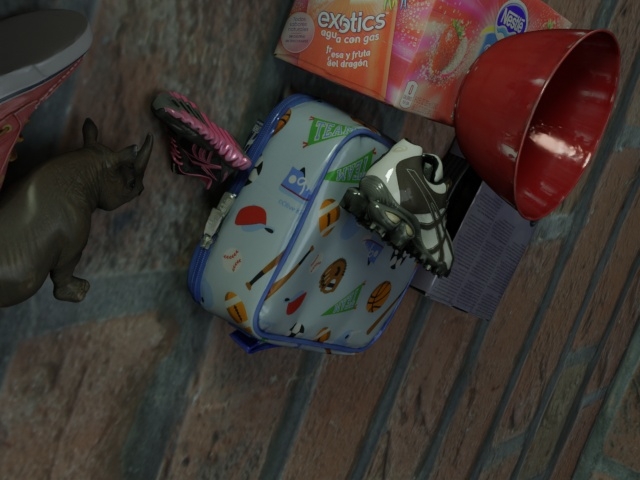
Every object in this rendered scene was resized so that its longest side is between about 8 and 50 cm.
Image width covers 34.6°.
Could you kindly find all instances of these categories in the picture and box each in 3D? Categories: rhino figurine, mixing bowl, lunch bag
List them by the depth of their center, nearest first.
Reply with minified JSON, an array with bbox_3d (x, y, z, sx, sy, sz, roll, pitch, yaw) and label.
[{"bbox_3d":[-0.202,-0.006,0.743,0.243,0.073,0.106,-46,149,-30],"label":"rhino figurine"},{"bbox_3d":[0.185,-0.118,0.937,0.181,0.098,0.181,-36,140,-38],"label":"mixing bowl"},{"bbox_3d":[0.000,0.000,1.022,0.243,0.115,0.303,-62,151,3],"label":"lunch bag"}]

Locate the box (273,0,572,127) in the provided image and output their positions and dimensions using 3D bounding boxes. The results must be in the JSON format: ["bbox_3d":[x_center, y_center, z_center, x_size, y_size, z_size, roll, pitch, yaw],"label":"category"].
[{"bbox_3d":[0.112,-0.199,1.004,0.300,0.142,0.154,7,108,-58],"label":"box"}]

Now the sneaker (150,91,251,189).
[{"bbox_3d":[-0.109,-0.079,0.863,0.057,0.047,0.119,-38,142,10],"label":"sneaker"}]

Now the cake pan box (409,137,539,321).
[{"bbox_3d":[0.215,-0.026,1.376,0.267,0.070,0.246,21,93,-60],"label":"cake pan box"}]

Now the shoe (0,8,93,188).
[{"bbox_3d":[-0.219,-0.079,0.672,0.178,0.063,0.081,-39,144,-26],"label":"shoe"}]

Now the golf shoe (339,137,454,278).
[{"bbox_3d":[0.096,-0.028,0.951,0.094,0.077,0.198,-57,153,-2],"label":"golf shoe"}]
